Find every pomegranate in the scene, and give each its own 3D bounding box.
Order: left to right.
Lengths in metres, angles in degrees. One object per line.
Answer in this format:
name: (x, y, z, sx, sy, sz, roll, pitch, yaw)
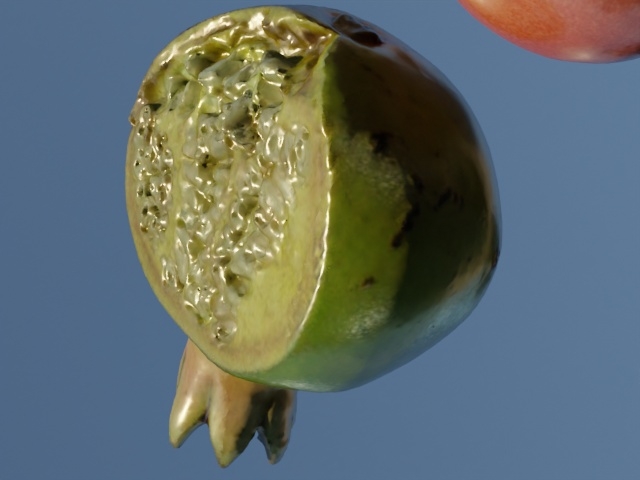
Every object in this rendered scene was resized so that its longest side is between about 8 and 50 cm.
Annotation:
pomegranate: (0.000, 0.000, 1.349, 0.216, 0.310, 0.358, -7, -58, -36)

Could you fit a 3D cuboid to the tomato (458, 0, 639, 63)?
tomato: (0.195, -0.248, 1.240, 0.256, 0.224, 0.255, -4, -74, -14)
